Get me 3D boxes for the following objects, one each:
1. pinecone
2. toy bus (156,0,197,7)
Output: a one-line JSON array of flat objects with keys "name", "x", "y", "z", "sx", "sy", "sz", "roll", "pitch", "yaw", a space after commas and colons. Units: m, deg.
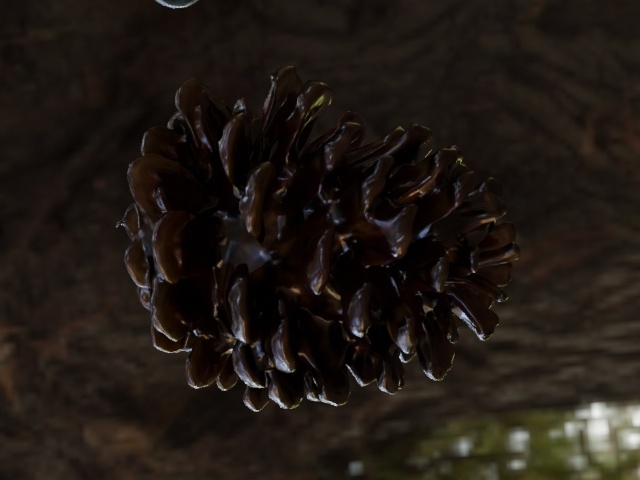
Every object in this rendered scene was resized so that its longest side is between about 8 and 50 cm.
[{"name": "pinecone", "x": 0.000, "y": 0.003, "z": 0.516, "sx": 0.102, "sy": 0.109, "sz": 0.102, "roll": 17, "pitch": -90, "yaw": -84}, {"name": "toy bus", "x": -0.019, "y": -0.164, "z": 0.824, "sx": 0.091, "sy": 0.182, "sz": 0.103, "roll": -123, "pitch": 30, "yaw": -74}]
